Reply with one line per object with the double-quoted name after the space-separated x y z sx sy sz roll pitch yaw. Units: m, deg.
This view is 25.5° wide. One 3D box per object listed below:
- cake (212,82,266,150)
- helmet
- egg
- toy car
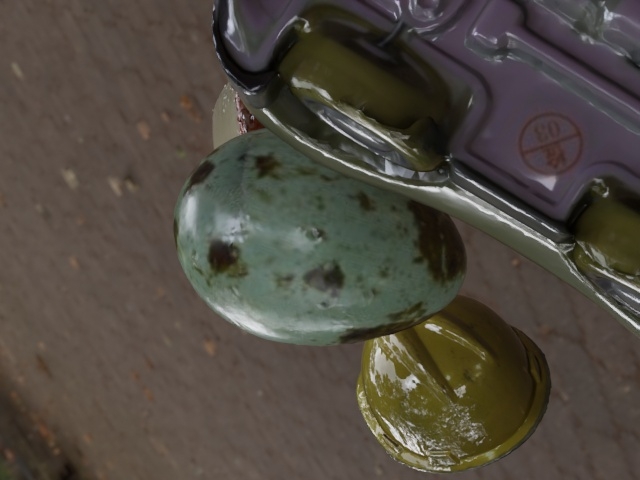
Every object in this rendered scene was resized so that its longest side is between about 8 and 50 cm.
0.005 -0.130 1.500 0.159 0.262 0.158 61 155 3 "cake"
0.121 0.126 1.544 0.257 0.205 0.140 34 162 48 "helmet"
0.000 0.000 1.098 0.231 0.169 0.169 12 155 1 "egg"
0.140 -0.097 0.728 0.336 0.242 0.226 31 178 8 "toy car"
